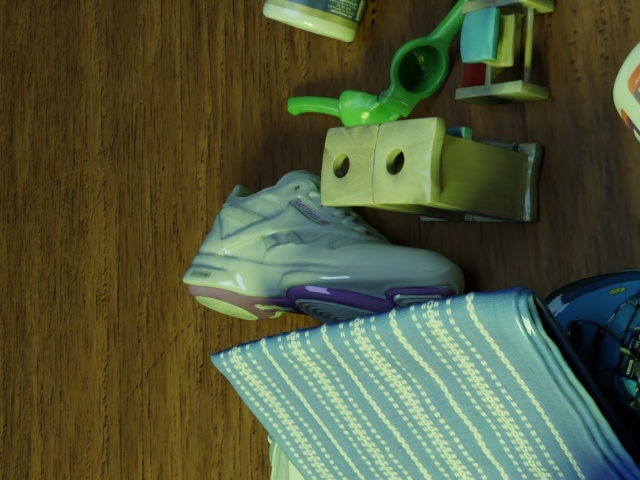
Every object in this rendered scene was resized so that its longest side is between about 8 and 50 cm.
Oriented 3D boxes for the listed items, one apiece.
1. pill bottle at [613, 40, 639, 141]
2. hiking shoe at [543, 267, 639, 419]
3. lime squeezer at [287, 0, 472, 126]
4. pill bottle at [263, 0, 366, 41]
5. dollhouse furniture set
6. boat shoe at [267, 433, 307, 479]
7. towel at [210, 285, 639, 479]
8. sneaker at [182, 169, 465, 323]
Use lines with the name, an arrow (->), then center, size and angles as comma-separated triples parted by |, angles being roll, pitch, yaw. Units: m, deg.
pill bottle -> 0.280, -0.052, 0.721 | 0.108, 0.108, 0.193 | -49, 50, 31
hiking shoe -> 0.242, 0.074, 0.720 | 0.304, 0.132, 0.113 | 11, 91, 49
lime squeezer -> 0.073, -0.157, 1.033 | 0.310, 0.059, 0.110 | -33, 27, 41
pill bottle -> 0.011, -0.283, 1.082 | 0.094, 0.094, 0.169 | 26, 102, 48
dollhouse furniture set -> 0.094, -0.112, 0.927 | 0.129, 0.129, 0.183 | 1, 84, 49
boat shoe -> -0.016, 0.197, 1.032 | 0.081, 0.079, 0.227 | -10, 75, 49
towel -> 0.083, 0.157, 0.847 | 0.336, 0.040, 0.243 | -17, 113, 47
sneaker -> 0.000, 0.000, 1.027 | 0.305, 0.114, 0.152 | 4, 67, 41
